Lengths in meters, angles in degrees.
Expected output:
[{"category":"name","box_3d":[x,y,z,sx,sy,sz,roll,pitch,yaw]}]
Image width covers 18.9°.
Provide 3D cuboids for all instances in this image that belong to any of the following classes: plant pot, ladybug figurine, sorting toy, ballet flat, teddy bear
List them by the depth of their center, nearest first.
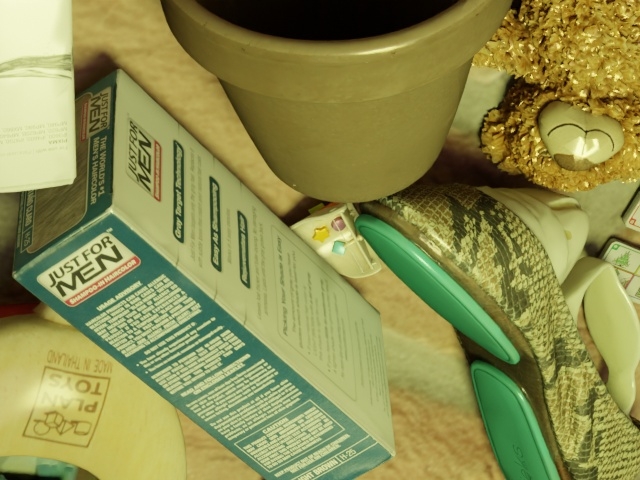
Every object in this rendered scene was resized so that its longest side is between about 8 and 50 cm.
[{"category":"plant pot","box_3d":[0.020,-0.156,1.435,0.263,0.263,0.229,-20,142,-9]},{"category":"teddy bear","box_3d":[0.225,-0.186,1.555,0.245,0.113,0.338,14,114,-25]},{"category":"ladybug figurine","box_3d":[-0.275,0.225,1.578,0.305,0.162,0.449,14,114,-26]},{"category":"sorting toy","box_3d":[0.000,0.000,1.625,0.075,0.045,0.083,-24,132,7]},{"category":"ballet flat","box_3d":[0.184,0.066,1.681,0.182,0.164,0.483,-44,133,-13]}]

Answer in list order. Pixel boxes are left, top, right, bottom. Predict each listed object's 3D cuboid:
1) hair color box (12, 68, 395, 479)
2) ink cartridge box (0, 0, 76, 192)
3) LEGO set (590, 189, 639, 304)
[{"category":"hair color box","box_3d":[-0.086,0.044,1.523,0.105,0.174,0.347,-31,126,21]},{"category":"ink cartridge box","box_3d":[-0.234,-0.162,1.362,0.092,0.158,0.218,-10,122,-17]},{"category":"LEGO set","box_3d":[0.387,-0.004,1.778,0.244,0.060,0.182,20,115,-20]}]
